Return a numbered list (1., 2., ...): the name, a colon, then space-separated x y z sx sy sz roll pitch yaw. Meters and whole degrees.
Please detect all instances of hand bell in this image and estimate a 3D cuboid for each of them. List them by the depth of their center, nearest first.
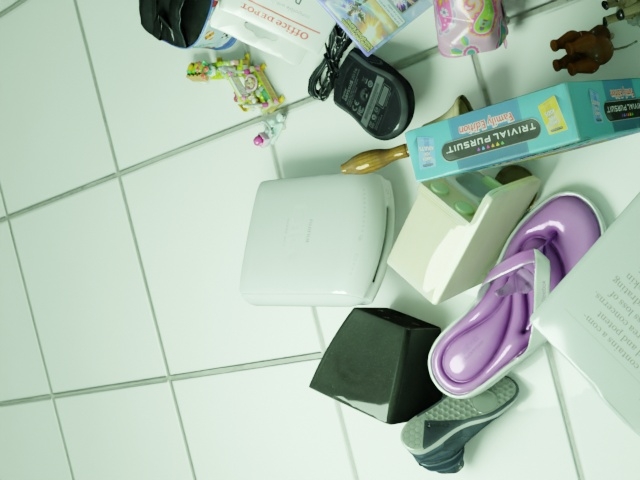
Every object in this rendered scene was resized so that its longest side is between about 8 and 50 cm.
1. hand bell: 0.146 -0.156 1.625 0.241 0.126 0.126 -14 90 24

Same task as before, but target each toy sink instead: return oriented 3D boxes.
1. toy sink: 0.235 -0.035 1.584 0.131 0.152 0.234 43 130 26

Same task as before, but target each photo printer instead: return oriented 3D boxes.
1. photo printer: 0.000 0.000 1.780 0.307 0.107 0.256 -2 72 40

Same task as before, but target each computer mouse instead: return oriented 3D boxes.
1. computer mouse: 0.093 -0.284 1.727 0.272 0.072 0.189 49 128 36

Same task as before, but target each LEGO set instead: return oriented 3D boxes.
1. LEGO set: -0.187 -0.314 1.918 0.287 0.107 0.132 41 122 25

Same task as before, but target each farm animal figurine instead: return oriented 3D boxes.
1. farm animal figurine: 0.402 -0.425 1.367 0.327 0.172 0.331 130 121 -80

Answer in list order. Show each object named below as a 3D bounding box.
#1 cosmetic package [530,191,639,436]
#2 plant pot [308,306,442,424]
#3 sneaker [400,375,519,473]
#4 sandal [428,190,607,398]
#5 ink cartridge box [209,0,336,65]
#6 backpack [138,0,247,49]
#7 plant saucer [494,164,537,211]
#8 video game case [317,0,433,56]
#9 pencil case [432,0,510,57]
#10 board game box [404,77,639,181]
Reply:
1. cosmetic package: 0.563 0.059 1.238 0.329 0.327 0.394 48 124 22
2. plant pot: 0.122 0.219 1.737 0.187 0.188 0.167 20 97 35
3. sneaker: 0.260 0.334 1.703 0.226 0.163 0.086 -28 51 0
4. sandal: 0.321 0.107 1.557 0.169 0.102 0.416 41 111 23
5. ink cartridge box: -0.047 -0.474 1.675 0.354 0.207 0.119 -60 18 28
6. backpack: -0.238 -0.508 1.858 0.276 0.213 0.264 36 114 38
7. plant saucer: 0.332 -0.087 1.599 0.083 0.015 0.084 9 104 38
8. video game case: 0.085 -0.481 1.560 0.244 0.061 0.269 -36 115 22
9. pencil case: 0.228 -0.427 1.480 0.124 0.124 0.284 16 133 36
10. board game box: 0.324 -0.163 1.382 0.253 0.336 0.079 -13 91 40
